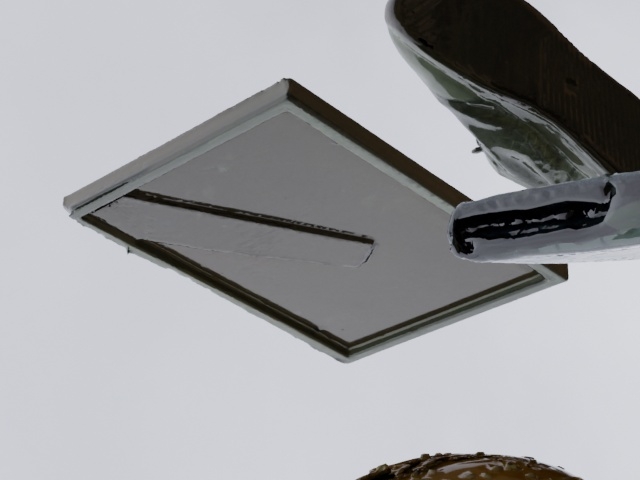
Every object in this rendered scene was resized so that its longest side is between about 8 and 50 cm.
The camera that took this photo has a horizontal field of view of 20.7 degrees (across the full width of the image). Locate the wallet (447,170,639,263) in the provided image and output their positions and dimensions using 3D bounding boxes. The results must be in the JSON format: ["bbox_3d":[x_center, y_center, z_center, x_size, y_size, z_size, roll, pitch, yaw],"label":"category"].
[{"bbox_3d":[0.257,-0.023,1.014,0.379,0.191,0.046,-5,-97,-46],"label":"wallet"}]

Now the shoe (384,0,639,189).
[{"bbox_3d":[0.159,-0.106,1.405,0.275,0.098,0.103,39,-130,-9],"label":"shoe"}]

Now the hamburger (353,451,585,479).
[{"bbox_3d":[0.069,0.182,0.808,0.191,0.182,0.118,-113,6,-56],"label":"hamburger"}]

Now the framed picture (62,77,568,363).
[{"bbox_3d":[0.000,0.000,1.301,0.315,0.232,0.024,30,-131,-39],"label":"framed picture"}]
